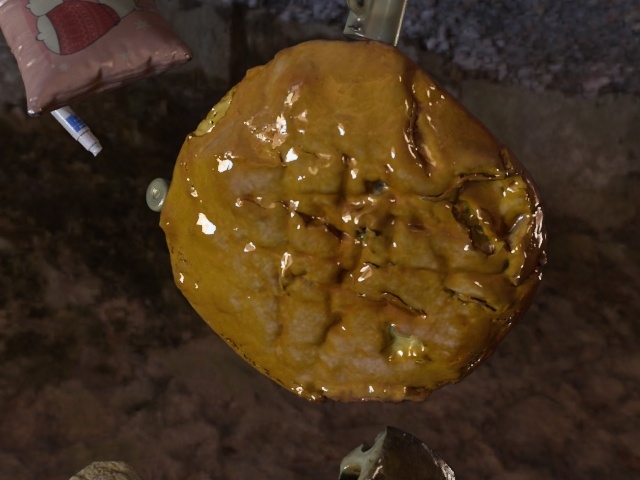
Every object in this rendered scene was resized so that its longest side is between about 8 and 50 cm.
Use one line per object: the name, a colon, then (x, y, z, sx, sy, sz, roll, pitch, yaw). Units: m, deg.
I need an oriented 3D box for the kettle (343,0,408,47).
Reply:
kettle: (0.093, -0.415, 1.465, 0.126, 0.148, 0.098, 11, -170, -21)

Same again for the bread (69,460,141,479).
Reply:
bread: (-0.350, 0.463, 1.452, 0.148, 0.141, 0.134, 22, -136, 35)

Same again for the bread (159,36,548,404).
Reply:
bread: (0.034, -0.015, 0.916, 0.397, 0.399, 0.215, -3, -157, 7)

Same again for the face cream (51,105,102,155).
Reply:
face cream: (-0.458, -0.212, 1.608, 0.034, 0.130, 0.034, -41, -177, 3)

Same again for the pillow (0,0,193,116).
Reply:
pillow: (-0.310, -0.276, 1.137, 0.223, 0.236, 0.084, -23, 148, -16)

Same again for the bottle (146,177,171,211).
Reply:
bottle: (-0.193, -0.057, 1.214, 0.063, 0.047, 0.101, -27, 155, 34)

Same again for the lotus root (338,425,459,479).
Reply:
lotus root: (0.137, 0.468, 1.467, 0.210, 0.142, 0.314, -28, 126, 19)
